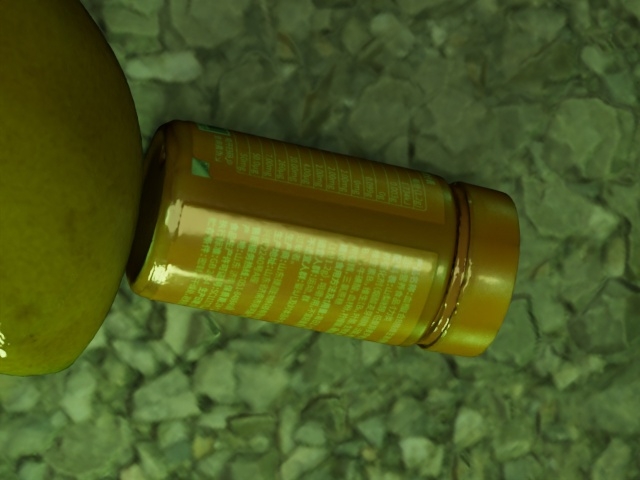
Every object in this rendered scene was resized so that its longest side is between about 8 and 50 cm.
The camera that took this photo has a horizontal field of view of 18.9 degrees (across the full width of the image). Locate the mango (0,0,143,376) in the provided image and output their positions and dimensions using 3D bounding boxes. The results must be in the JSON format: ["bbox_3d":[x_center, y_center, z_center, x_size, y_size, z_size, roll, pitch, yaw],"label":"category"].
[{"bbox_3d":[-0.212,-0.067,0.915,0.317,0.173,0.211,42,89,-23],"label":"mango"}]

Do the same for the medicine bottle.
[{"bbox_3d":[0.000,0.000,1.013,0.191,0.096,0.096,11,98,-16],"label":"medicine bottle"}]
